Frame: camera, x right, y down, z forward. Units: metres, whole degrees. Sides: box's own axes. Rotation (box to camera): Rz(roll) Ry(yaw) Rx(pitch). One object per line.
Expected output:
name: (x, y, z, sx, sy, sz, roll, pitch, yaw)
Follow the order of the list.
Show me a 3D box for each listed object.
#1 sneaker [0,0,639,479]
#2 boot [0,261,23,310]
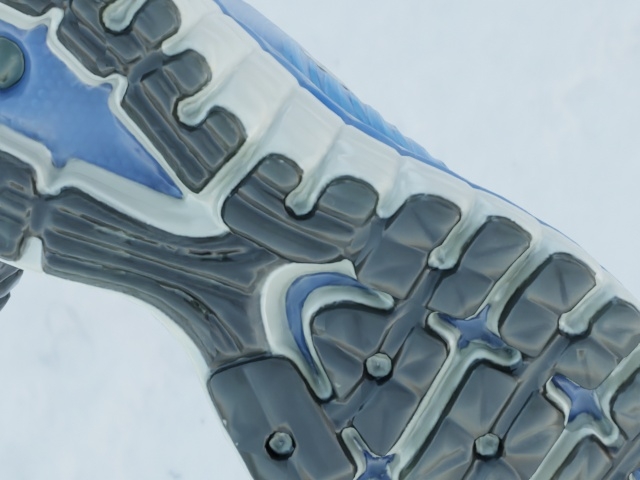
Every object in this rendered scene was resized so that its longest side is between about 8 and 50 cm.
sneaker: (0.000, 0.000, 0.553, 0.330, 0.147, 0.130, 43, 104, -5)
boot: (-0.196, -0.099, 0.731, 0.207, 0.246, 0.094, 33, 28, 13)
